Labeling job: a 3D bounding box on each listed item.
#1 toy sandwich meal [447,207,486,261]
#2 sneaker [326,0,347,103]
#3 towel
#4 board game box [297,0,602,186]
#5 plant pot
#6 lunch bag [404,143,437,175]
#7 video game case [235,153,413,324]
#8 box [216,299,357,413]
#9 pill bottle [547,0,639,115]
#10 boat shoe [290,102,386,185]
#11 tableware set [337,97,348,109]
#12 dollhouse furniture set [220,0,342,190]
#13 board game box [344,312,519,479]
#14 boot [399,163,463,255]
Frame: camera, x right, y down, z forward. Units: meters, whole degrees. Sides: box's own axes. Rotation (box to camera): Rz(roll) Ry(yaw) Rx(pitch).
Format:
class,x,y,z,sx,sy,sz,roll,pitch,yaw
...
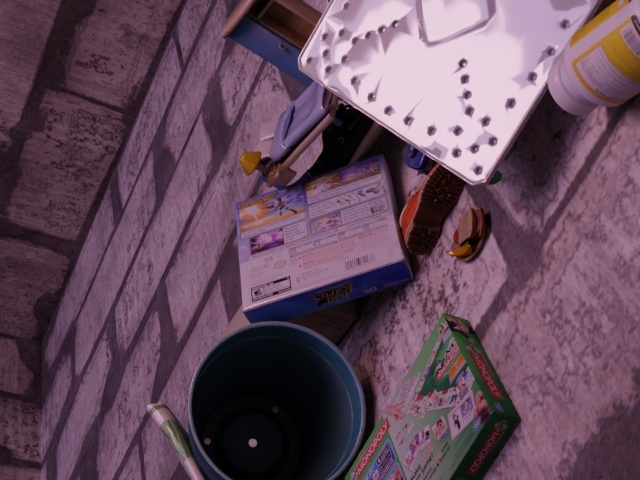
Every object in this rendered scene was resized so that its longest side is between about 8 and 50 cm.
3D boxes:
class,x,y,z,sx,sy,sz,roll,pitch,yaw
toy sandwich meal,0.206,-0.010,1.612,0.085,0.029,0.086,-47,34,47
sneaker,0.038,-0.370,2.153,0.281,0.106,0.162,-98,30,-43
towel,-0.184,0.434,1.882,0.325,0.038,0.248,57,170,28
board game box,0.193,-0.321,1.548,0.390,0.050,0.390,38,103,36
plant pot,-0.088,0.298,1.816,0.255,0.271,0.272,118,160,-64
lunch bag,0.169,-0.144,1.743,0.067,0.065,0.098,18,91,67
video game case,0.000,0.000,1.838,0.269,0.061,0.244,-18,46,10
box,-0.074,0.171,1.986,0.311,0.148,0.121,-57,28,37
pill bottle,0.351,-0.220,1.327,0.184,0.103,0.103,-37,42,55
boat shoe,0.038,-0.175,1.957,0.127,0.113,0.340,-45,-11,-53
tableware set,0.047,-0.205,2.044,0.104,0.024,0.154,23,99,30
dollhouse furniture set,-0.050,-0.286,1.854,0.286,0.198,0.303,-43,25,43
board game box,0.141,0.286,1.540,0.317,0.046,0.213,-63,24,25
boot,0.163,-0.065,1.719,0.084,0.059,0.158,-107,39,-61
